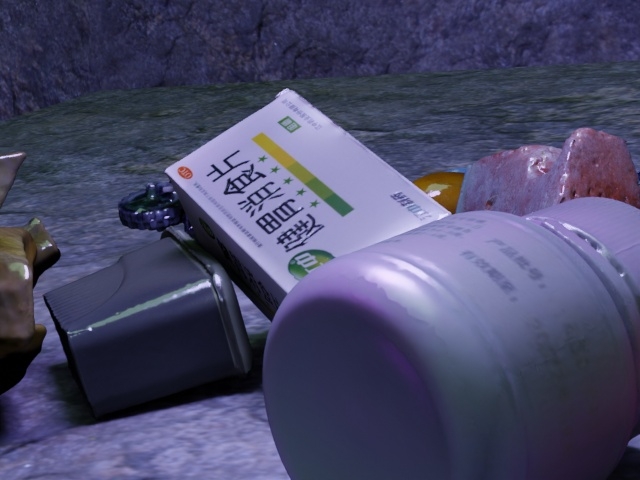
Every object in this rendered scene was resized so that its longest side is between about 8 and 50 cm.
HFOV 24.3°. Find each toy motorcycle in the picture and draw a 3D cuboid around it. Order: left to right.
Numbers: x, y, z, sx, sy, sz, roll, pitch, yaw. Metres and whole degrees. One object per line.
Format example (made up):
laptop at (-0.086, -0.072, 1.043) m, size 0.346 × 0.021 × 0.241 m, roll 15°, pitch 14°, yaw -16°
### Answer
toy motorcycle at (-0.114, -0.042, 2.058) m, size 0.327 × 0.143 × 0.188 m, roll 9°, pitch 21°, yaw 30°

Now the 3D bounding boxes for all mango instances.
mango at (0.197, -0.054, 2.045) m, size 0.184 × 0.084 × 0.102 m, roll -6°, pitch 13°, yaw -15°

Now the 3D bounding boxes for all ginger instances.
ginger at (-0.452, 0.036, 1.569) m, size 0.413 × 0.211 × 0.358 m, roll -14°, pitch 30°, yaw 18°

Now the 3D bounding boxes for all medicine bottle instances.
medicine bottle at (0.135, 0.096, 1.144) m, size 0.302 × 0.241 × 0.241 m, roll -20°, pitch 18°, yaw -39°

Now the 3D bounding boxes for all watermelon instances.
watermelon at (0.268, -0.029, 1.669) m, size 0.148 × 0.226 × 0.318 m, roll 16°, pitch 20°, yaw -17°

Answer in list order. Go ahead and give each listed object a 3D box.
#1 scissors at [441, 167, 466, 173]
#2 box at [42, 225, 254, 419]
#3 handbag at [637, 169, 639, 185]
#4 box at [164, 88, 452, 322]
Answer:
scissors at (0.251, -0.086, 2.249) m, size 0.125 × 0.030 × 0.256 m, roll -10°, pitch 12°, yaw -3°
box at (-0.193, 0.086, 1.608) m, size 0.178 × 0.138 × 0.274 m, roll -19°, pitch 14°, yaw -13°
handbag at (0.419, -0.021, 1.729) m, size 0.162 × 0.113 × 0.260 m, roll -26°, pitch 23°, yaw -35°
box at (0.002, 0.001, 1.521) m, size 0.173 × 0.145 × 0.333 m, roll -35°, pitch 42°, yaw -11°
